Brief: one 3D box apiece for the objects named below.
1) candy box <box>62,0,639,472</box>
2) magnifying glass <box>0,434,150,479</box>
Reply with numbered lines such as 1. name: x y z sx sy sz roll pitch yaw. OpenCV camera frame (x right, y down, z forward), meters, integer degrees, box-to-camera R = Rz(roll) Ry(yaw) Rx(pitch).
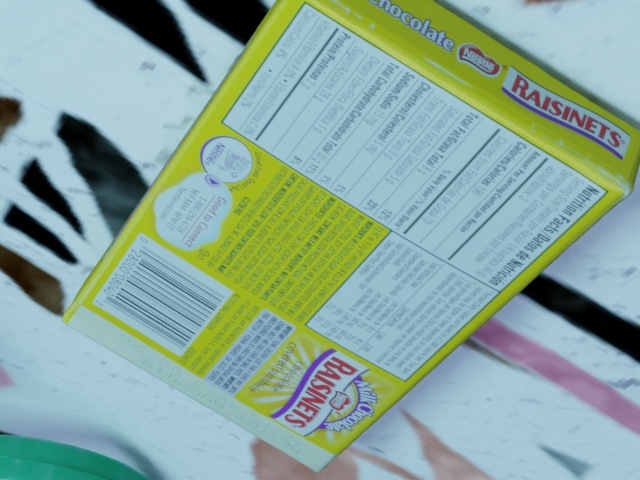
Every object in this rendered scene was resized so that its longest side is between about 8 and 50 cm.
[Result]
1. candy box: 0.000 0.000 0.579 0.105 0.027 0.206 30 143 -9
2. magnifying glass: -0.177 0.090 0.739 0.231 0.026 0.092 9 151 -10
